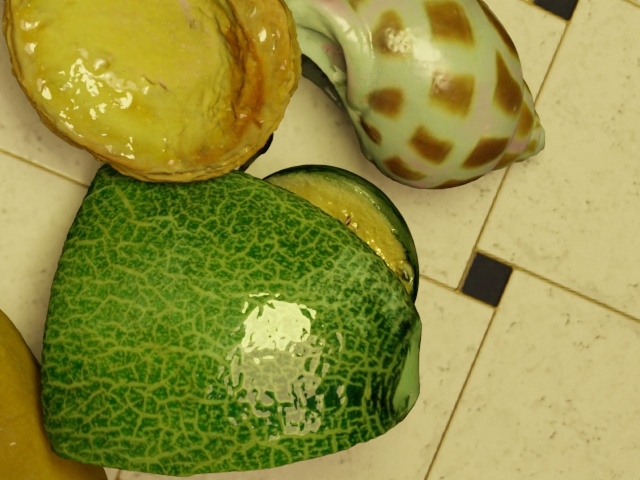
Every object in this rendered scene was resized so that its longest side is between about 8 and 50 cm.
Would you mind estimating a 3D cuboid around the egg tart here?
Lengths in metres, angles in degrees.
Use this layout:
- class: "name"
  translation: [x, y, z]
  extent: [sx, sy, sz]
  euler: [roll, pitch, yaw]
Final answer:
- class: "egg tart"
  translation: [-0.156, -0.197, 1.595]
  extent: [0.294, 0.123, 0.294]
  euler: [5, 116, 11]

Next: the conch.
- class: "conch"
  translation: [0.097, -0.170, 1.722]
  extent: [0.197, 0.249, 0.368]
  euler: [-47, 130, -14]

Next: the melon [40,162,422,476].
- class: "melon"
  translation: [-0.077, 0.087, 1.644]
  extent: [0.343, 0.226, 0.331]
  euler: [1, 62, 21]

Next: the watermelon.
- class: "watermelon"
  translation: [0.005, 0.006, 1.734]
  extent: [0.232, 0.127, 0.204]
  euler: [39, 122, 4]

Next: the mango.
- class: "mango"
  translation: [-0.362, 0.183, 1.656]
  extent: [0.195, 0.142, 0.332]
  euler: [-31, 104, -6]
